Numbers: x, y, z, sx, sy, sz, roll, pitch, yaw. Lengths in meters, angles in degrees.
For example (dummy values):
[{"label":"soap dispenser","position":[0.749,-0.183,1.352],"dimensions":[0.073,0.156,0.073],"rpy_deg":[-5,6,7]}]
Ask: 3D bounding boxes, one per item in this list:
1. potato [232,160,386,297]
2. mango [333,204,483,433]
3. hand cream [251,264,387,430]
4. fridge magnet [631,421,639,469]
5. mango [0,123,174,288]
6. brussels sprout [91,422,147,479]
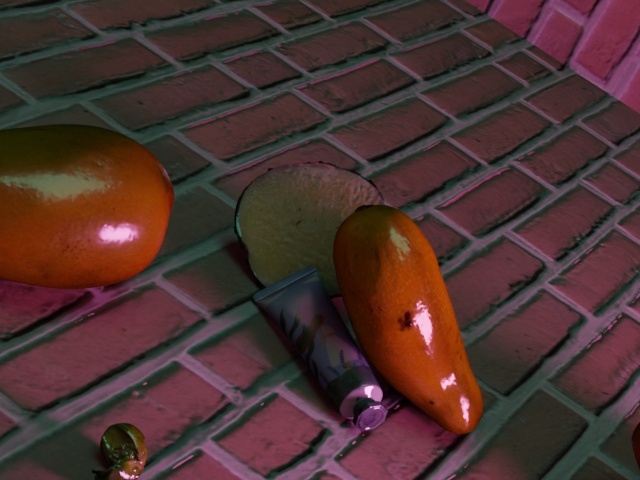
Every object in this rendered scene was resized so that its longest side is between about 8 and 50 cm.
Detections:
[{"label":"potato","position":[0.000,0.000,2.267],"dimensions":[0.202,0.182,0.117],"rpy_deg":[3,-14,16]},{"label":"mango","position":[0.098,0.096,2.111],"dimensions":[0.177,0.120,0.295],"rpy_deg":[-110,180,-75]},{"label":"hand cream","position":[0.004,0.127,2.108],"dimensions":[0.256,0.088,0.055],"rpy_deg":[56,-6,44]},{"label":"fridge magnet","position":[0.511,0.334,2.080],"dimensions":[0.363,0.155,0.363],"rpy_deg":[41,11,-10]},{"label":"mango","position":[-0.309,-0.042,1.969],"dimensions":[0.317,0.173,0.211],"rpy_deg":[4,33,-31]},{"label":"brussels sprout","position":[-0.196,0.217,1.748],"dimensions":[0.051,0.046,0.083],"rpy_deg":[28,34,-12]}]
